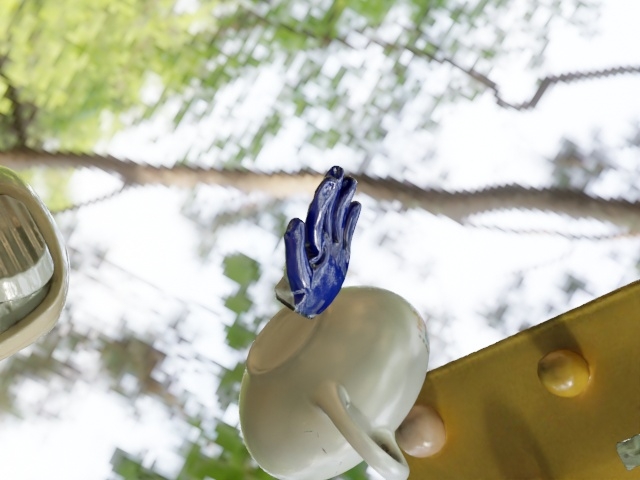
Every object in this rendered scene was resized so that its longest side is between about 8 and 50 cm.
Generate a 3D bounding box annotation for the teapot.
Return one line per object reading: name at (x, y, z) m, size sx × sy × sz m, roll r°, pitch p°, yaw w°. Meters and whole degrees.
teapot at (0.007, 0.094, 1.180) m, size 0.145 × 0.092 × 0.226 m, roll -46°, pitch -158°, yaw 7°

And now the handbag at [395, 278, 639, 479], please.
handbag at (0.228, 0.176, 1.242) m, size 0.401 × 0.133 × 0.283 m, roll -26°, pitch -104°, yaw 43°

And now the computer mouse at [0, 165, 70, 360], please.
computer mouse at (-0.220, 0.013, 1.030) m, size 0.145 × 0.082 × 0.236 m, roll -23°, pitch -162°, yaw -9°

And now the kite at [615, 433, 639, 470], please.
kite at (0.289, 0.079, 1.052) m, size 0.012 × 0.250 × 0.229 m, roll 72°, pitch 0°, yaw -71°

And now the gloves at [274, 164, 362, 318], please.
gloves at (0.000, 0.000, 1.020) m, size 0.064 × 0.026 × 0.086 m, roll 31°, pitch 80°, yaw -64°
